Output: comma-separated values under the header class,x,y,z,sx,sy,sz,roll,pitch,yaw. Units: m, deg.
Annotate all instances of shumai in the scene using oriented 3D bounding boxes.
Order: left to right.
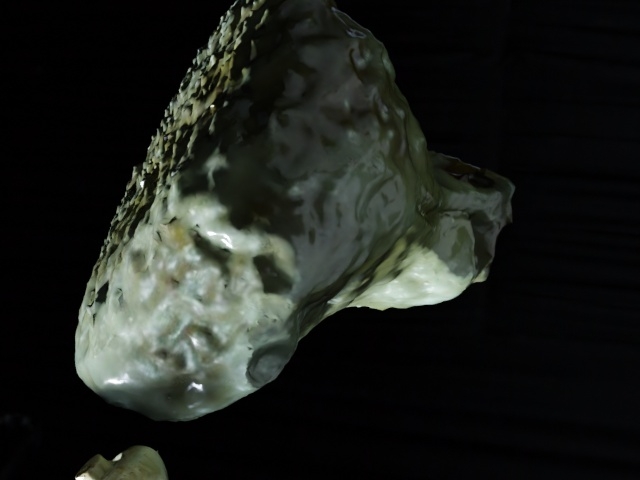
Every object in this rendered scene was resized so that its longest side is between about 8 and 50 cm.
class,x,y,z,sx,sy,sz,roll,pitch,yaw
shumai,0.000,0.000,0.587,0.225,0.222,0.260,-39,22,50

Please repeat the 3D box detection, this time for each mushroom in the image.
class,x,y,z,sx,sy,sz,roll,pitch,yaw
mushroom,-0.161,0.200,0.843,0.083,0.067,0.083,-44,8,8
